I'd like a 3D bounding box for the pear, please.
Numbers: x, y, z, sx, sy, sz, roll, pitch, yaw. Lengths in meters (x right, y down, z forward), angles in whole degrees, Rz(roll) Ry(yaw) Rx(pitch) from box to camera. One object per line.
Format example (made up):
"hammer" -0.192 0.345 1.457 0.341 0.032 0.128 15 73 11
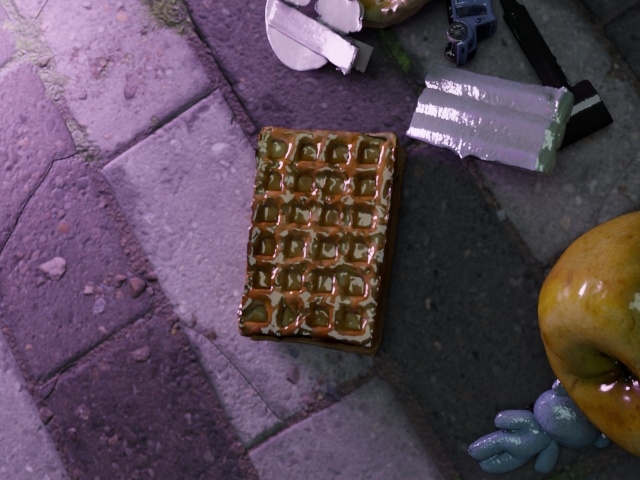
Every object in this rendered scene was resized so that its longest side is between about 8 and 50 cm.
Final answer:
"pear" 0.424 0.096 1.062 0.303 0.304 0.304 -2 81 15

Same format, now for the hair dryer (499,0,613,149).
"hair dryer" 0.294 -0.240 1.263 0.114 0.070 0.248 -29 72 9

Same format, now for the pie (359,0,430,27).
"pie" 0.090 -0.471 1.290 0.339 0.077 0.339 5 97 43

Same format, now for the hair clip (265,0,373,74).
"hair clip" -0.015 -0.312 1.337 0.220 0.054 0.140 37 120 29

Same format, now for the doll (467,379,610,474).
"doll" 0.283 0.246 1.196 0.179 0.075 0.120 -29 114 29

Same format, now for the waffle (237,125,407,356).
"waffle" 0.000 0.000 1.292 0.212 0.091 0.308 5 82 16

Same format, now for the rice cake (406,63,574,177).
"rice cake" 0.225 -0.164 1.231 0.237 0.043 0.127 21 90 44

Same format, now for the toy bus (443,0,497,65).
"toy bus" 0.206 -0.336 1.294 0.076 0.073 0.168 -8 78 3
